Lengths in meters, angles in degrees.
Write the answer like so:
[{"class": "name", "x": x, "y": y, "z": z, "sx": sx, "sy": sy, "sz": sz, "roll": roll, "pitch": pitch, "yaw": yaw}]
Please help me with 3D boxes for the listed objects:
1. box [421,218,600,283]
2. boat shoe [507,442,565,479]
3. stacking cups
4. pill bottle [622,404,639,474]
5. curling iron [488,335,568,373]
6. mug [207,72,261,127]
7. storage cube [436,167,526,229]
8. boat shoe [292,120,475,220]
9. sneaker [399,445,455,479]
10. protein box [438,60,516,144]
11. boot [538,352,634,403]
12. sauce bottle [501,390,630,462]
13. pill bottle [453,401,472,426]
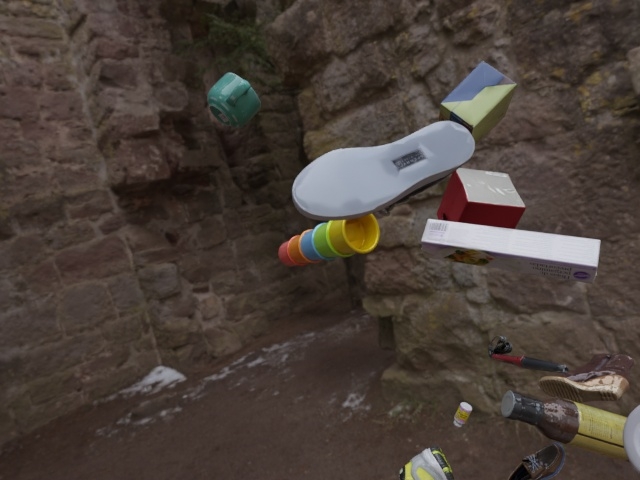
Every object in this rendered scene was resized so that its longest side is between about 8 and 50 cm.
[{"class": "box", "x": 0.365, "y": 0.018, "z": 0.965, "sx": 0.324, "sy": 0.067, "sz": 0.063, "roll": 8, "pitch": -32, "yaw": 25}, {"class": "boat shoe", "x": 0.580, "y": 0.613, "z": 1.314, "sx": 0.066, "sy": 0.183, "sz": 0.066, "roll": 21, "pitch": 23, "yaw": -25}, {"class": "stacking cups", "x": 0.000, "y": 0.000, "z": 1.105, "sx": 0.096, "sy": 0.096, "sz": 0.316, "roll": -17, "pitch": 2, "yaw": -33}, {"class": "pill bottle", "x": 0.691, "y": 0.382, "z": 0.872, "sx": 0.264, "sy": 0.146, "sz": 0.146, "roll": 19, "pitch": -11, "yaw": -21}, {"class": "curling iron", "x": 0.513, "y": 0.294, "z": 1.233, "sx": 0.035, "sy": 0.068, "sz": 0.274, "roll": 17, "pitch": -5, "yaw": -14}, {"class": "mug", "x": -0.241, "y": -0.373, "z": 1.301, "sx": 0.097, "sy": 0.129, "sz": 0.157, "roll": -51, "pitch": -19, "yaw": -14}, {"class": "storage cube", "x": 0.506, "y": -0.096, "z": 1.558, "sx": 0.215, "sy": 0.193, "sz": 0.183, "roll": 5, "pitch": 42, "yaw": -6}, {"class": "boat shoe", "x": 0.095, "y": -0.098, "z": 0.774, "sx": 0.306, "sy": 0.113, "sz": 0.105, "roll": -27, "pitch": -16, "yaw": -18}, {"class": "sneaker", "x": 0.356, "y": 0.788, "z": 1.419, "sx": 0.147, "sy": 0.384, "sz": 0.145, "roll": -25, "pitch": 1, "yaw": 6}, {"class": "protein box", "x": 0.505, "y": -0.429, "z": 1.602, "sx": 0.200, "sy": 0.136, "sz": 0.201, "roll": -45, "pitch": -18, "yaw": -3}, {"class": "boot", "x": 0.857, "y": 0.435, "z": 1.571, "sx": 0.248, "sy": 0.090, "sz": 0.207, "roll": -6, "pitch": 17, "yaw": 43}, {"class": "sauce bottle", "x": 0.633, "y": 0.458, "z": 1.227, "sx": 0.344, "sy": 0.111, "sz": 0.111, "roll": 19, "pitch": 2, "yaw": -1}, {"class": "pill bottle", "x": 0.506, "y": 0.624, "z": 1.743, "sx": 0.043, "sy": 0.083, "sz": 0.043, "roll": 17, "pitch": 17, "yaw": -5}]
